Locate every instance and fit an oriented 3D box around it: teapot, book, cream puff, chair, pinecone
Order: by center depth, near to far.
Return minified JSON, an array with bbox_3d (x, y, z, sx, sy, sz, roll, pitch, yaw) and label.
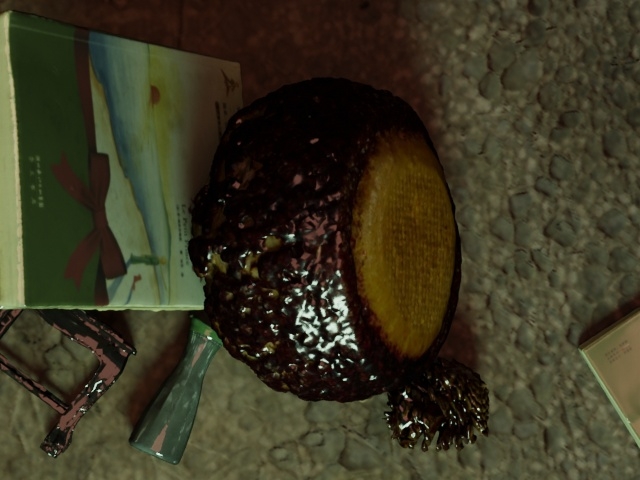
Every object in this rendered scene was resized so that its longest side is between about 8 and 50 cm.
[{"bbox_3d":[-0.135,-0.047,1.279,0.026,0.289,0.201,-7,86,30],"label":"book"},{"bbox_3d":[0.000,0.000,1.308,0.165,0.239,0.239,-3,85,27],"label":"cream puff"},{"bbox_3d":[-0.171,0.035,1.334,0.113,0.106,0.229,36,84,-2],"label":"chair"},{"bbox_3d":[-0.106,0.113,1.370,0.043,0.043,0.110,24,81,-5],"label":"teapot"},{"bbox_3d":[0.090,0.129,1.378,0.083,0.077,0.077,-26,89,16],"label":"pinecone"},{"bbox_3d":[0.313,0.133,1.430,0.138,0.016,0.198,-32,90,-8],"label":"book"}]
